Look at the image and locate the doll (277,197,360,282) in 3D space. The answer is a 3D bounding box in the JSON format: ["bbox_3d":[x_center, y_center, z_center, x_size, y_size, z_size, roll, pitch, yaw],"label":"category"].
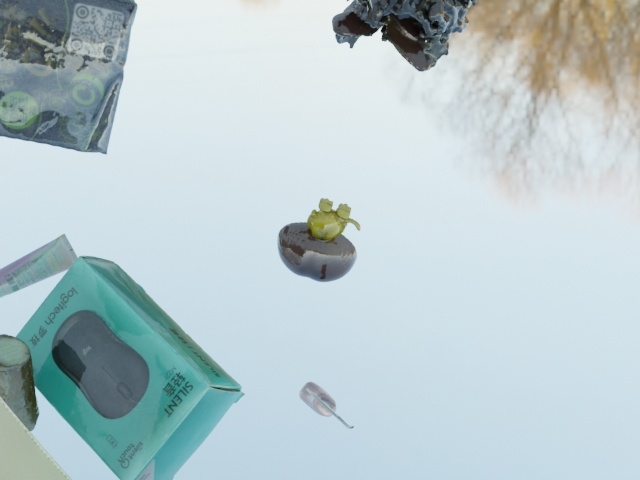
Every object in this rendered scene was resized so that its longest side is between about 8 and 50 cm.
[{"bbox_3d":[0.009,0.002,2.054,0.145,0.188,0.096,32,-140,-25],"label":"doll"}]

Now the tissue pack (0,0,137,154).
[{"bbox_3d":[-0.536,-0.323,2.004,0.394,0.288,0.124,8,-166,-21],"label":"tissue pack"}]

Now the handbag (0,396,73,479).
[{"bbox_3d":[-0.449,0.258,1.282,0.160,0.358,0.236,-14,-148,32],"label":"handbag"}]

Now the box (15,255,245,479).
[{"bbox_3d":[-0.297,0.195,1.744,0.311,0.205,0.118,43,-170,20],"label":"box"}]

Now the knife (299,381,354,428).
[{"bbox_3d":[0.007,0.283,2.048,0.081,0.043,0.336,42,172,-3],"label":"knife"}]

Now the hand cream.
[{"bbox_3d":[-0.534,0.055,2.146,0.174,0.076,0.047,-27,-144,-7],"label":"hand cream"}]

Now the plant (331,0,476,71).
[{"bbox_3d":[0.110,-0.346,1.564,0.178,0.234,0.204,6,-159,-47],"label":"plant"}]

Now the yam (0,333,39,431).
[{"bbox_3d":[-0.446,0.209,1.681,0.070,0.146,0.069,-1,-154,0],"label":"yam"}]
